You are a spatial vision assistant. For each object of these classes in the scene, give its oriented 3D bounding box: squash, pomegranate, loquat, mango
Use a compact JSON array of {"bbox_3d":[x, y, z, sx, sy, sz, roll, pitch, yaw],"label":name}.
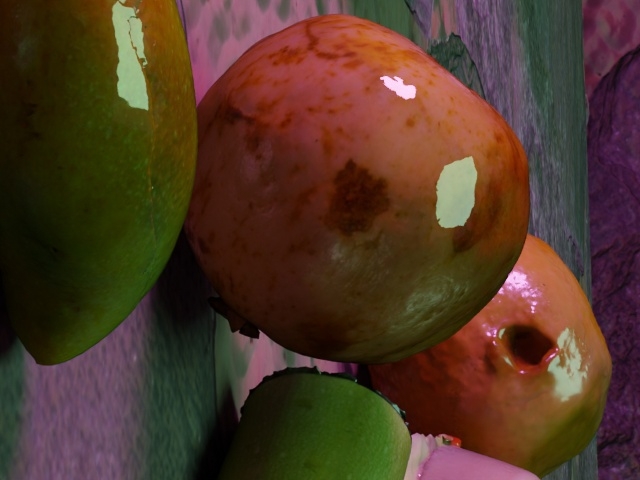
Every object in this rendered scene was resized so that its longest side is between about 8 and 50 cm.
[{"bbox_3d":[-0.012,0.171,1.218,0.186,0.123,0.123,-69,154,-58],"label":"squash"},{"bbox_3d":[0.016,-0.019,1.167,0.215,0.215,0.215,-1,90,-76],"label":"pomegranate"},{"bbox_3d":[0.136,0.097,1.626,0.238,0.193,0.238,59,-7,11],"label":"loquat"},{"bbox_3d":[-0.111,-0.044,0.866,0.125,0.111,0.233,-41,143,-54],"label":"mango"}]

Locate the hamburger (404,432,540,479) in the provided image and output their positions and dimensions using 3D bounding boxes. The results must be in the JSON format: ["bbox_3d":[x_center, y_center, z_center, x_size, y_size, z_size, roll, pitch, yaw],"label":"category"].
[{"bbox_3d":[0.077,0.291,1.465,0.302,0.170,0.302,2,90,-73],"label":"hamburger"}]
